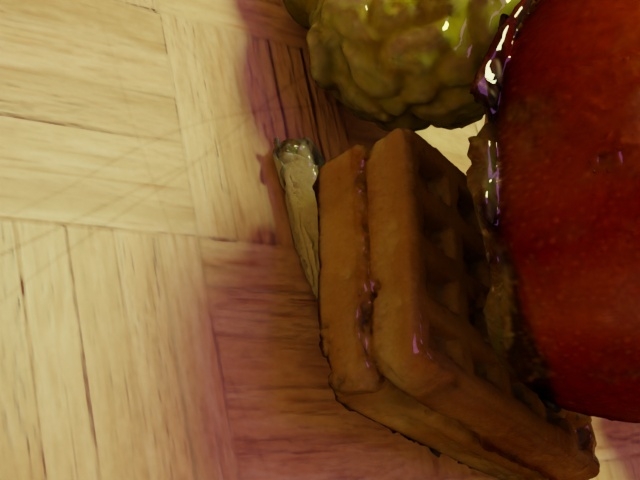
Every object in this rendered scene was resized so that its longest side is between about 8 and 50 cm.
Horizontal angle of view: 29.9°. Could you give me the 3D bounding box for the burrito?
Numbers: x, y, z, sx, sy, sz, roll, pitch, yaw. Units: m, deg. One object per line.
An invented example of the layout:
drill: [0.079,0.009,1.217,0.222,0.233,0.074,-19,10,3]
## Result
burrito: [0.000,0.000,0.998,0.045,0.041,0.185,-13,76,-5]

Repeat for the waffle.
waffle: [0.124,0.071,1.001,0.328,0.098,0.224,33,47,-44]

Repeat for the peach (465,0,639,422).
peach: [0.276,-0.050,0.917,0.416,0.353,0.339,-37,127,-10]

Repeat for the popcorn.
popcorn: [0.091,-0.208,1.081,0.212,0.259,0.259,49,36,-53]
